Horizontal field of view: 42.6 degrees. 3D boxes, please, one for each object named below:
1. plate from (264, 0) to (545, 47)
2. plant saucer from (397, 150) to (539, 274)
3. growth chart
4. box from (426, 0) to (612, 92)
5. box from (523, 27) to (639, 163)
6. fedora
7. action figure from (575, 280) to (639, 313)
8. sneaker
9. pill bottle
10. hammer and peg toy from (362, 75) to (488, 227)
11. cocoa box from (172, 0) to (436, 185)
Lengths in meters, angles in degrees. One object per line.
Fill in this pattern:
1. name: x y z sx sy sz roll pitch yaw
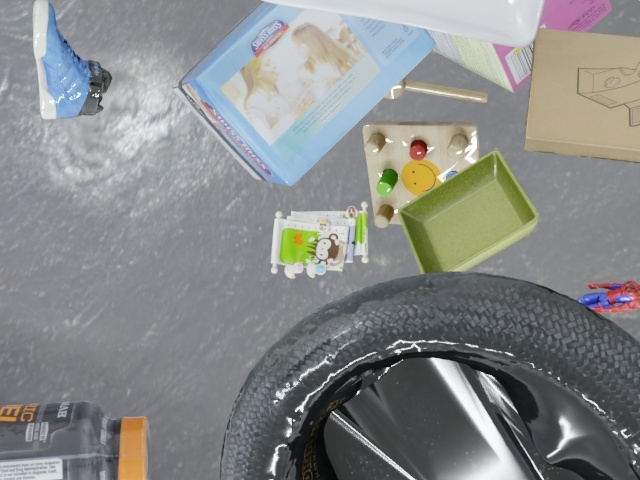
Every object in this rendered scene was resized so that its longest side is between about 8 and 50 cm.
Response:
1. plate: 0.084 -0.334 0.727 0.277 0.045 0.278 13 116 9
2. plant saucer: 0.225 -0.027 1.243 0.188 0.188 0.045 -32 127 14
3. growth chart: 0.000 0.000 1.891 0.237 0.021 0.172 -4 72 -2
4. box: 0.310 -0.390 1.368 0.213 0.243 0.117 -40 130 -3
5. box: 0.294 -0.133 0.755 0.201 0.165 0.021 8 141 11
6. fedora: 0.098 0.160 0.547 0.333 0.152 0.334 3 110 9
7. action figure: 0.287 0.063 0.842 0.115 0.038 0.030 -20 128 24
8. sneaker: -0.287 -0.209 0.955 0.084 0.058 0.152 -5 131 -16
9. pill bottle: -0.303 0.236 0.861 0.245 0.130 0.131 -2 115 -9
10. hammer and peg toy: 0.225 -0.188 1.782 0.265 0.127 0.362 5 124 21
11. cocoa box: -0.032 -0.290 1.365 0.347 0.228 0.231 -45 109 -9
